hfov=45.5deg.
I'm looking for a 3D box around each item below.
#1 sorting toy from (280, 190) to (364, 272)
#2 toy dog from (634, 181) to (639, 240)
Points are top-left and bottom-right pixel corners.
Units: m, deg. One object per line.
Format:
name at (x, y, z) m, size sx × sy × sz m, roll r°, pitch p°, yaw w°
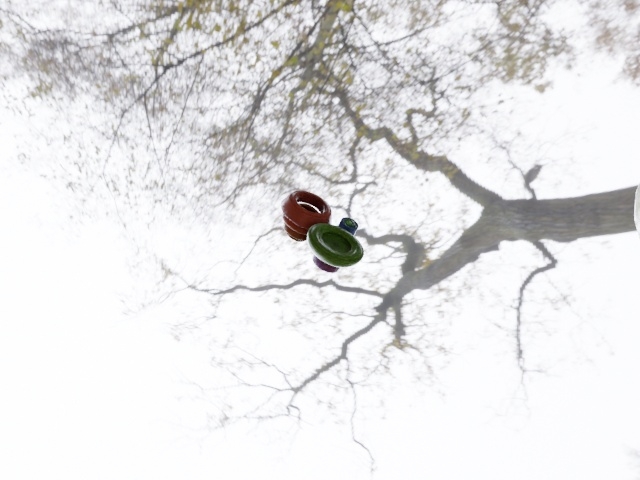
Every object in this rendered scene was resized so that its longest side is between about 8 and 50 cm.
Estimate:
sorting toy at (0.000, 0.000, 0.665) m, size 0.061 × 0.042 × 0.102 m, roll 2°, pitch -141°, yaw -33°
toy dog at (0.437, -0.052, 0.466) m, size 0.408 × 0.395 × 0.284 m, roll -56°, pitch -47°, yaw -31°
